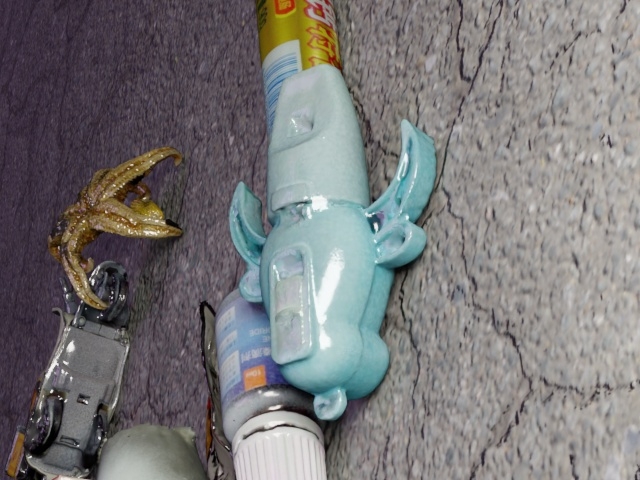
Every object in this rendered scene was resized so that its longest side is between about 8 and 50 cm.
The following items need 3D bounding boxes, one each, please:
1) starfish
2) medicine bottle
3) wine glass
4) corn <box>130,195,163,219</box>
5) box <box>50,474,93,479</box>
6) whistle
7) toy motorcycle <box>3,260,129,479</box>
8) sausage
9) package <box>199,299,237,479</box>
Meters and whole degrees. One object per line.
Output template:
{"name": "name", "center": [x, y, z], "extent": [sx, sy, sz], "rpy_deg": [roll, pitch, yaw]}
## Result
{"name": "starfish", "center": [-0.215, -0.026, 1.755], "extent": [0.190, 0.074, 0.146], "rpy_deg": [-51, 34, -3]}
{"name": "medicine bottle", "center": [-0.037, 0.129, 1.259], "extent": [0.203, 0.083, 0.083], "rpy_deg": [-98, 31, -43]}
{"name": "wine glass", "center": [-0.140, 0.258, 1.391], "extent": [0.111, 0.111, 0.204], "rpy_deg": [-58, 29, 37]}
{"name": "corn", "center": [-0.195, -0.033, 1.827], "extent": [0.028, 0.027, 0.083], "rpy_deg": [-44, 23, -8]}
{"name": "box", "center": [-0.203, 0.317, 1.486], "extent": [0.099, 0.133, 0.182], "rpy_deg": [143, 139, -59]}
{"name": "whistle", "center": [0.000, 0.000, 1.204], "extent": [0.186, 0.093, 0.274], "rpy_deg": [-18, 64, 36]}
{"name": "toy motorcycle", "center": [-0.276, 0.149, 1.821], "extent": [0.157, 0.091, 0.263], "rpy_deg": [-2, 71, 65]}
{"name": "sausage", "center": [-0.017, -0.142, 1.391], "extent": [0.082, 0.082, 0.371], "rpy_deg": [-56, 30, 41]}
{"name": "package", "center": [-0.078, 0.183, 1.336], "extent": [0.154, 0.030, 0.239], "rpy_deg": [84, 179, -57]}
